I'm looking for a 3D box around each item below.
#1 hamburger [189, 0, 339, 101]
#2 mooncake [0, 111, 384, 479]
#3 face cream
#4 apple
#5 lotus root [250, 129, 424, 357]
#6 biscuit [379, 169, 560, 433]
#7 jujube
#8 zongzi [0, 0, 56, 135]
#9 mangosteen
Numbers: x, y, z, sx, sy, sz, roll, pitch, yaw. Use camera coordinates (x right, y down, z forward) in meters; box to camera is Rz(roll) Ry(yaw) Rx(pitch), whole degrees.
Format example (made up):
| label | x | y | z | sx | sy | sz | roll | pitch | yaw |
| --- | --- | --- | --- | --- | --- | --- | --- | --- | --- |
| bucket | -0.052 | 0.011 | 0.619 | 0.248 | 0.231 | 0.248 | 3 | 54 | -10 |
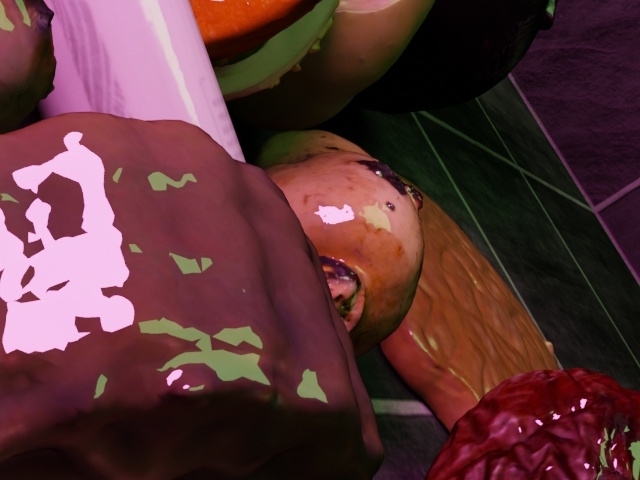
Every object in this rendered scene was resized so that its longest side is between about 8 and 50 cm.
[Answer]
| label | x | y | z | sx | sy | sz | roll | pitch | yaw |
| --- | --- | --- | --- | --- | --- | --- | --- | --- | --- |
| hamburger | -0.103 | -0.222 | 0.832 | 0.291 | 0.291 | 0.225 | 55 | -11 | -1 |
| mooncake | -0.090 | 0.075 | 0.442 | 0.228 | 0.228 | 0.124 | 31 | 24 | -50 |
| face cream | -0.080 | -0.007 | 0.690 | 0.102 | 0.102 | 0.345 | -46 | 119 | -71 |
| apple | -0.030 | -0.236 | 1.075 | 0.279 | 0.279 | 0.279 | 47 | 20 | -23 |
| lotus root | 0.000 | 0.000 | 0.897 | 0.140 | 0.154 | 0.257 | 39 | 20 | -25 |
| biscuit | 0.158 | 0.092 | 1.267 | 0.385 | 0.062 | 0.365 | 39 | 25 | -38 |
| jujube | 0.174 | 0.238 | 0.861 | 0.216 | 0.216 | 0.342 | 49 | 25 | -16 |
| zongzi | -0.290 | -0.221 | 0.537 | 0.356 | 0.174 | 0.393 | 49 | 9 | -38 |
| mangosteen | 0.056 | -0.331 | 1.363 | 0.435 | 0.382 | 0.382 | 16 | 20 | 5 |
